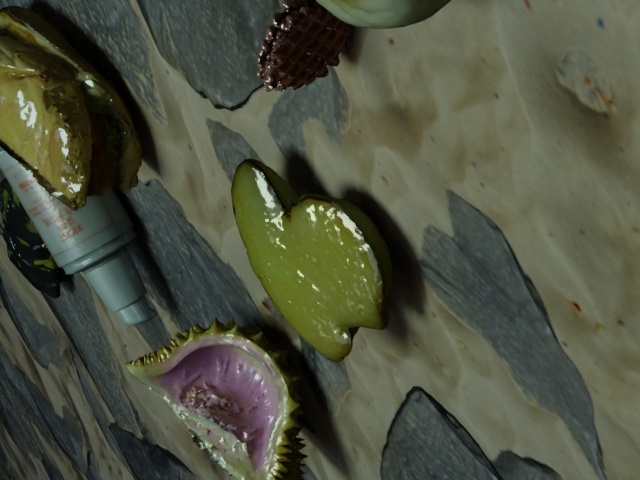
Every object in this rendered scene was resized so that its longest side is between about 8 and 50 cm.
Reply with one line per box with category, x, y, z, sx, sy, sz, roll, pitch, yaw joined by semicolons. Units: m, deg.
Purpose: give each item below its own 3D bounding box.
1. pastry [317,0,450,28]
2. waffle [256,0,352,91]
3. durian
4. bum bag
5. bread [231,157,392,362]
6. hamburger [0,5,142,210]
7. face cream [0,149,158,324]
pastry;0.027;-0.202;0.804;0.156;0.092;0.156;43;149;34
waffle;-0.012;-0.140;0.958;0.029;0.075;0.083;49;149;29
durian;-0.090;0.165;1.383;0.182;0.132;0.165;27;154;30
bum bag;-0.384;-0.002;1.800;0.107;0.060;0.232;40;153;14
bread;0.000;0.000;1.124;0.187;0.065;0.149;55;144;13
hamburger;-0.285;-0.157;1.397;0.262;0.124;0.131;39;131;25
face cream;-0.266;-0.012;1.530;0.251;0.101;0.101;61;154;-7
